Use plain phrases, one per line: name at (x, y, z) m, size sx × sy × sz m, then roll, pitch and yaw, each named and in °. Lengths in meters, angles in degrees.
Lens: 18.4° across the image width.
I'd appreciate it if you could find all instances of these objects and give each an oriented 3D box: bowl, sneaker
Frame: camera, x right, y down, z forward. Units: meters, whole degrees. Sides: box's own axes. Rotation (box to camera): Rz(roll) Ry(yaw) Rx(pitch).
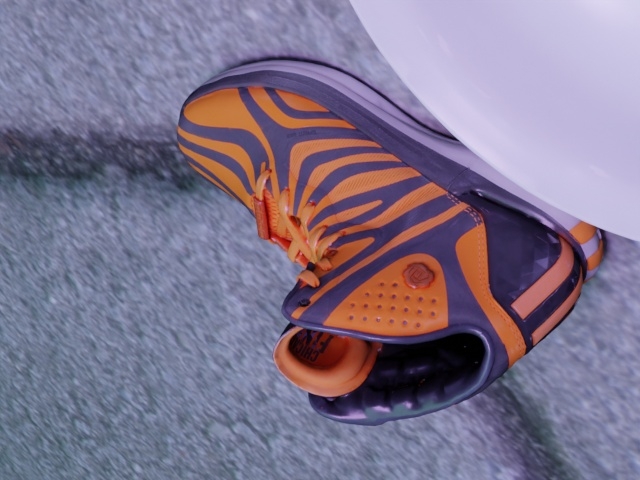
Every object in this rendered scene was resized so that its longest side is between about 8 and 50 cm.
bowl at (0.151, -0.147, 0.897) m, size 0.298 × 0.134 × 0.298 m, roll 31°, pitch 150°, yaw 20°
sneaker at (0.000, 0.000, 1.236) m, size 0.321 × 0.180 × 0.124 m, roll 21°, pitch 144°, yaw 35°
